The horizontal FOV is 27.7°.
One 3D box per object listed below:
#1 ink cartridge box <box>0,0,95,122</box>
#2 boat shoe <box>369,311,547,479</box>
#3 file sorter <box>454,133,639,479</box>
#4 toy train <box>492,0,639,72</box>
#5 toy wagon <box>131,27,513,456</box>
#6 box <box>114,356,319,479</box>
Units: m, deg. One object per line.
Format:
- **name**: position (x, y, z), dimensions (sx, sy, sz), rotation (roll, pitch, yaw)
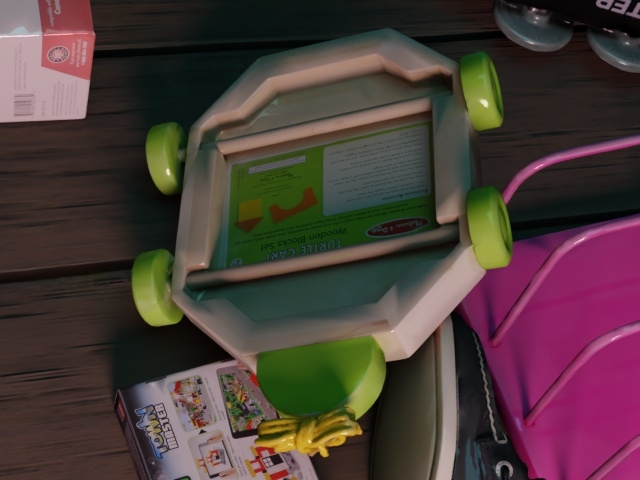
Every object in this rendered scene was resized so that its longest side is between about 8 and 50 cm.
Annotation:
- **ink cartridge box**: position (-0.274, -0.143, 0.968), dimensions (0.198, 0.115, 0.067), rotation (-5, 63, -17)
- **boat shoe**: position (0.105, 0.202, 0.860), dimensions (0.113, 0.127, 0.340), rotation (12, 53, -17)
- **file sorter**: position (0.251, 0.082, 0.931), dimensions (0.202, 0.182, 0.290), rotation (-12, 64, -20)
- **toy train**: position (0.291, -0.250, 1.168), dimensions (0.334, 0.142, 0.190), rotation (14, 49, -6)
- **toy wagon**: position (0.000, 0.000, 0.912), dimensions (0.267, 0.068, 0.344), rotation (-11, 55, 18)
- **box**: position (-0.055, 0.183, 0.881), dimensions (0.114, 0.036, 0.207), rotation (-14, 65, -21)
